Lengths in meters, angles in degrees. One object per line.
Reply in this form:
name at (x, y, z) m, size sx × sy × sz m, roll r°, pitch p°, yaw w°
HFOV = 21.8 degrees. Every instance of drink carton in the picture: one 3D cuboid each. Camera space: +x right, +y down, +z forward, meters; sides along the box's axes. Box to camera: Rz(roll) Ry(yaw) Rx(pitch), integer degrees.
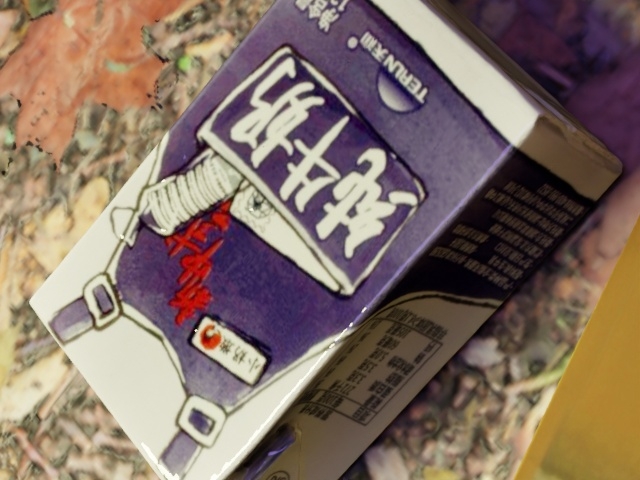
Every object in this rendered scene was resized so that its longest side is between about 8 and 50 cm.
drink carton at (-0.001, 0.000, 0.717) m, size 0.222 × 0.102 × 0.134 m, roll -49°, pitch 62°, yaw 12°

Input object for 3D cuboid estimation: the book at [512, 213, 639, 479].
book at (0.192, 0.067, 0.590) m, size 0.262 × 0.028 × 0.374 m, roll 27°, pitch 93°, yaw 48°
